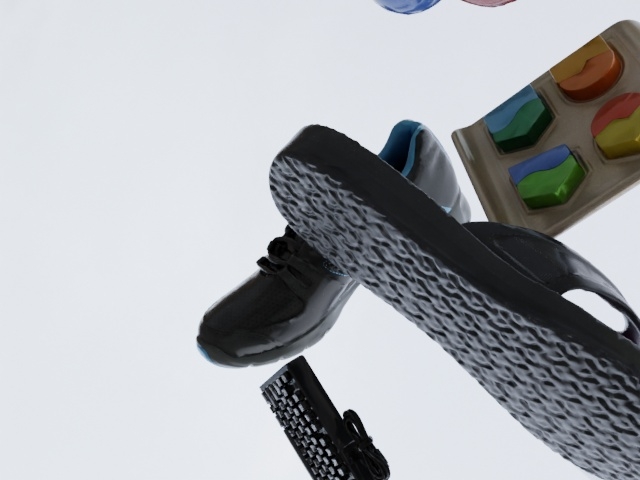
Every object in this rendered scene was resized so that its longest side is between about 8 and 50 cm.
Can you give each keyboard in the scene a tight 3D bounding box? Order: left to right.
[{"bbox_3d":[0.015,0.183,0.778,0.023,0.180,0.108,-25,167,-39],"label":"keyboard"}]

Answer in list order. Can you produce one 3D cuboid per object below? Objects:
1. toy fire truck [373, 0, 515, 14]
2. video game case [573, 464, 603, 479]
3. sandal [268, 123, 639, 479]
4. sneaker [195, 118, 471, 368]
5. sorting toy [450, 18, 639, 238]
[{"bbox_3d":[0.007,-0.203,0.372,0.169,0.302,0.254,-56,176,-15],"label":"toy fire truck"},{"bbox_3d":[0.361,0.294,1.113,0.193,0.212,0.023,41,-95,22],"label":"video game case"},{"bbox_3d":[0.158,0.043,0.764,0.107,0.446,0.167,-47,173,-26],"label":"sandal"},{"bbox_3d":[0.000,0.000,0.991,0.341,0.139,0.125,-36,-144,-18],"label":"sneaker"},{"bbox_3d":[0.226,-0.102,0.841,0.208,0.038,0.193,-32,-142,16],"label":"sorting toy"}]
